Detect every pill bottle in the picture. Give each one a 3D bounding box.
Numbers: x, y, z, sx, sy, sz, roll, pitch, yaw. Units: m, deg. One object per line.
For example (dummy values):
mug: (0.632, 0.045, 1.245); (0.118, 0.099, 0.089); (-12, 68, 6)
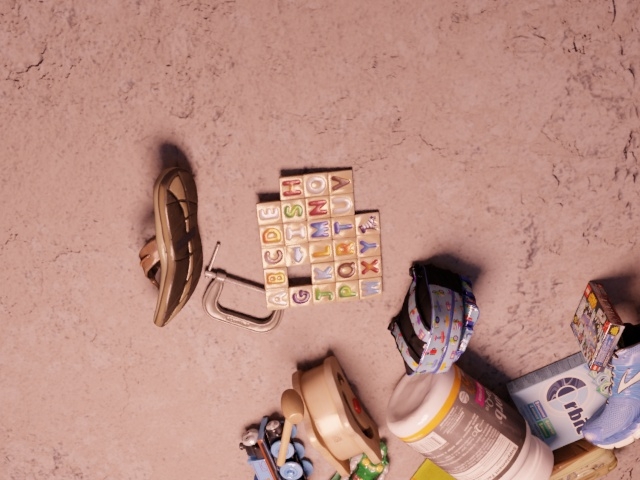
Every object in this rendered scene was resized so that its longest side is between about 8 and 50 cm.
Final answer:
pill bottle: (0.263, 0.338, 1.676); (0.278, 0.162, 0.162); (37, 111, -16)

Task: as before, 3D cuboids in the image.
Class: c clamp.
c clamp: (-0.130, 0.093, 1.617); (0.161, 0.022, 0.137); (24, 114, -13)

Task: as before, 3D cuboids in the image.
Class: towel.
towel: (0.233, 0.448, 1.818); (0.102, 0.021, 0.237); (25, 114, -15)

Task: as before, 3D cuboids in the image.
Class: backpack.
backpack: (0.189, 0.143, 1.570); (0.117, 0.173, 0.158); (14, 115, -9)

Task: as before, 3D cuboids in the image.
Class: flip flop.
flip flop: (-0.249, 0.009, 1.532); (0.080, 0.112, 0.277); (14, 122, 20)

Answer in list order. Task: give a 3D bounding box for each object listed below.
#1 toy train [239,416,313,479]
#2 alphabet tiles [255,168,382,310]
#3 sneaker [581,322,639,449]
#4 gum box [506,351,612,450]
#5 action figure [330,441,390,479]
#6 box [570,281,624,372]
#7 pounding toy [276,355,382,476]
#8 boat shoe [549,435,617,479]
toy train: (-0.080, 0.408, 1.756); (0.105, 0.080, 0.184); (-14, 118, 12)
alphabet tiles: (0.000, 0.000, 1.569); (0.198, 0.009, 0.237); (-7, 115, -5)
sneaker: (0.535, 0.214, 1.621); (0.147, 0.130, 0.330); (33, 119, 8)
gum box: (0.451, 0.287, 1.730); (0.184, 0.041, 0.157); (-26, 116, 12)
action figure: (0.065, 0.468, 1.803); (0.137, 0.063, 0.232); (23, 111, -10)
box: (0.460, 0.143, 1.600); (0.027, 0.137, 0.094); (13, 116, -7)
pounding toy: (-0.011, 0.309, 1.677); (0.155, 0.154, 0.269); (-25, 135, 11)
boat shoe: (0.412, 0.448, 1.777); (0.285, 0.104, 0.089); (-28, 112, 11)
